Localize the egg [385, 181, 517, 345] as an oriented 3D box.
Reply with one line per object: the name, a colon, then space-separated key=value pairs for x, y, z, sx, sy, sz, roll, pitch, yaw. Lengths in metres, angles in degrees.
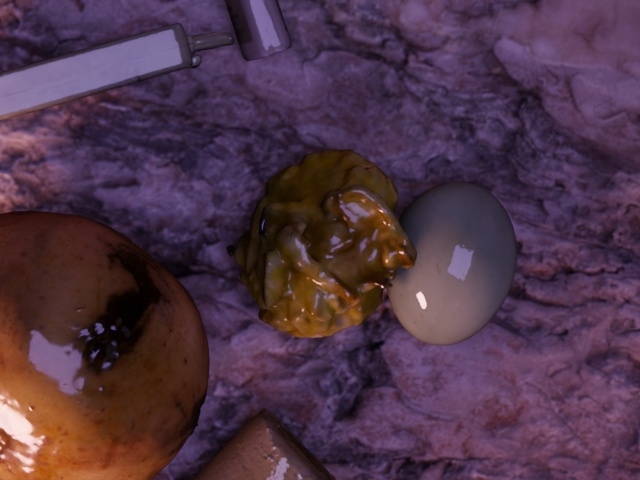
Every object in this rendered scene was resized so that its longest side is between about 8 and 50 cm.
egg: x=0.150 y=0.027 z=1.460 sx=0.149 sy=0.149 sz=0.192 roll=8 pitch=97 yaw=-14

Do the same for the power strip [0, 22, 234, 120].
power strip: x=-0.233 y=-0.186 z=1.368 sx=0.288 sy=0.093 sz=0.053 roll=-18 pitch=99 yaw=-11

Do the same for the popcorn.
popcorn: x=0.000 y=0.003 z=1.400 sx=0.170 sy=0.189 sz=0.218 roll=19 pitch=94 yaw=-17

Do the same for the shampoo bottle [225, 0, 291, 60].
shampoo bottle: x=-0.093 y=-0.313 z=1.388 sx=0.056 sy=0.086 sz=0.227 roll=-21 pitch=103 yaw=-12

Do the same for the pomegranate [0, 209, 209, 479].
pomegranate: x=-0.267 y=0.118 z=1.298 sx=0.322 sy=0.322 sz=0.322 roll=-2 pitch=98 yaw=-13

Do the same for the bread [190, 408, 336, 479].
bread: x=-0.063 y=0.293 z=1.455 sx=0.141 sy=0.134 sz=0.148 roll=-45 pitch=118 yaw=-4
